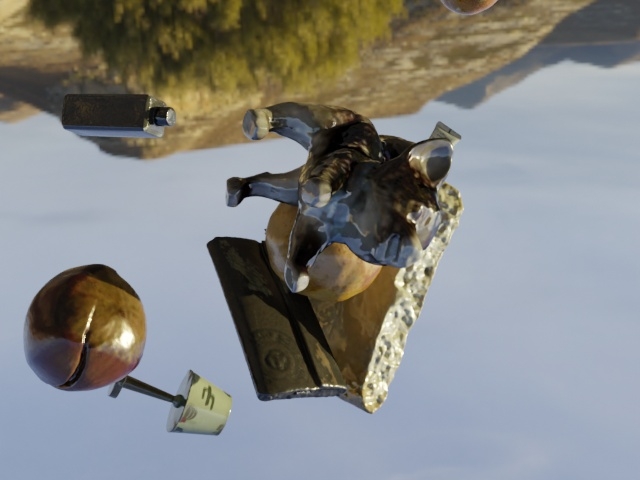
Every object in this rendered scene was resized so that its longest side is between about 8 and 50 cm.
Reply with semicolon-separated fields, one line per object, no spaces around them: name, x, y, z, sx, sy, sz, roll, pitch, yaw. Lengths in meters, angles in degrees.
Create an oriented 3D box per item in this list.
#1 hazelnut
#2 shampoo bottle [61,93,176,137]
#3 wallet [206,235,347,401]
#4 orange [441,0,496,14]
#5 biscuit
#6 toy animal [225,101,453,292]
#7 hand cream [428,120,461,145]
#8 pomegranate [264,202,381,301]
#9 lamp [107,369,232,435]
hazelnut;-0.376;0.143;1.419;0.208;0.208;0.208;-3;-166;1
shampoo bottle;-0.415;-0.259;1.906;0.246;0.079;0.080;4;176;21
wallet;-0.075;0.124;1.548;0.171;0.044;0.321;3;-130;-34
orange;0.303;-0.537;1.858;0.156;0.156;0.124;10;171;44
biscuit;0.041;0.051;1.719;0.104;0.429;0.446;30;175;-39
toy animal;0.060;-0.071;1.253;0.303;0.194;0.344;-3;-149;-24
hand cream;0.241;-0.178;2.096;0.067;0.194;0.042;36;177;8
pomegranate;0.012;0.000;1.499;0.207;0.207;0.207;-3;-166;1
lamp;-0.273;0.286;1.674;0.215;0.121;0.121;25;-173;-16
